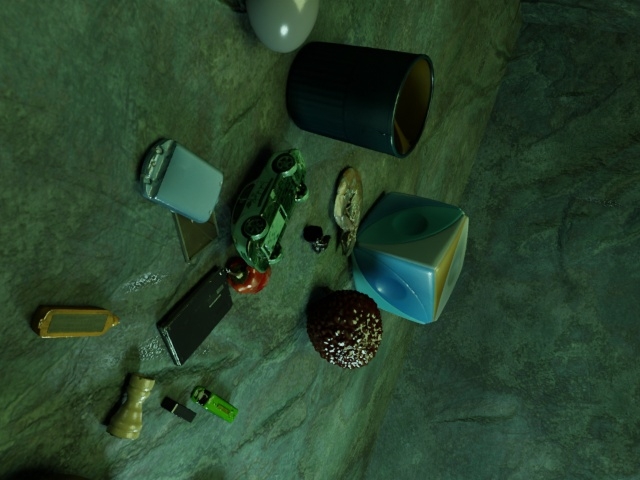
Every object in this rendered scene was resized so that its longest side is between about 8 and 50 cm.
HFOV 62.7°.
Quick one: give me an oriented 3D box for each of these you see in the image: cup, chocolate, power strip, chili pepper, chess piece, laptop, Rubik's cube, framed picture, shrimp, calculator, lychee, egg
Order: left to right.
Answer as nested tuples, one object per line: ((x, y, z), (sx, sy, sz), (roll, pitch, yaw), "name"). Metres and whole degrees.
((-0.415, 0.139, 0.907), (0.178, 0.028, 0.049), (19, 90, -65), "power strip")
((-0.384, 0.336, 1.072), (0.066, 0.066, 0.122), (35, 70, -64), "chess piece")
((-0.333, 0.402, 1.242), (0.029, 0.038, 0.111), (-59, 152, -21), "power strip")
((-0.261, -0.110, 1.017), (0.210, 0.039, 0.121), (32, 76, -61), "calculator")
((-0.262, -0.038, 1.114), (0.109, 0.011, 0.149), (-46, 146, -41), "framed picture")
((-0.278, 0.174, 1.209), (0.207, 0.026, 0.153), (-50, 147, -38), "laptop")
((-0.183, 0.082, 1.274), (0.192, 0.084, 0.086), (29, 47, -67), "chili pepper")
((-0.075, -0.469, 1.032), (0.146, 0.147, 0.198), (-44, 152, -44), "egg")
((-0.003, 0.002, 1.605), (0.072, 0.070, 0.147), (-42, 153, 4), "chocolate")
((0.082, 0.281, 1.754), (0.264, 0.299, 0.264), (-23, 165, -7), "lychee")
((0.083, -0.085, 1.723), (0.164, 0.062, 0.316), (-25, 124, -52), "shrimp")
((0.108, -0.379, 1.292), (0.307, 0.292, 0.242), (-68, 155, -8), "cup")
((0.339, 0.060, 1.993), (0.347, 0.352, 0.352), (-53, 147, -35), "Rubik's cube")

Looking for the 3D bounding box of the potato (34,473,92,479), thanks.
((-0.421, 0.528, 0.947), (0.397, 0.290, 0.295), (-49, 124, -75), "potato")

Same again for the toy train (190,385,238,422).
((-0.273, 0.432, 1.377), (0.044, 0.042, 0.209), (-61, 153, -21), "toy train")

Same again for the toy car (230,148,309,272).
((-0.127, -0.079, 1.227), (0.136, 0.125, 0.305), (65, 40, -58), "toy car")
